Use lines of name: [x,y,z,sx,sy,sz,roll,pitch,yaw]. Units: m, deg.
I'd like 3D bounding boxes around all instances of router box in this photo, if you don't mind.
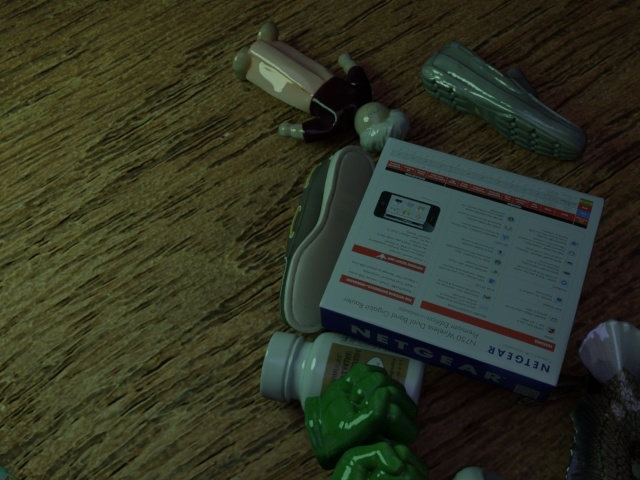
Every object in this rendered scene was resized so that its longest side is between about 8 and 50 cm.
router box: [0.204,0.032,1.187,0.335,0.082,0.301,18,65,12]

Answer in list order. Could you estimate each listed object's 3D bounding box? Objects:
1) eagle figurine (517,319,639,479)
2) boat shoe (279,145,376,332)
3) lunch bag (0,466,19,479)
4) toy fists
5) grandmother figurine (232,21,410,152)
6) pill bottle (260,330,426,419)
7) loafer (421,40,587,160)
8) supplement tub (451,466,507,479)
eagle figurine: [0.426,0.281,1.104,0.225,0.226,0.298,27,28,-20]
boat shoe: [0.000,0.000,1.337,0.116,0.097,0.324,27,68,-27]
lunch bag: [-0.463,0.479,1.119,0.223,0.160,0.262,33,83,15]
toy fists: [0.059,0.270,1.028,0.142,0.096,0.279,-23,35,12]
grandmother figurine: [0.005,-0.255,1.456,0.342,0.104,0.208,32,80,20]
pill bottle: [0.034,0.206,1.217,0.229,0.131,0.131,11,66,10]
loafer: [0.324,-0.248,1.418,0.319,0.112,0.111,35,81,19]
supplement tub: [0.165,0.431,0.996,0.191,0.191,0.272,43,99,21]
